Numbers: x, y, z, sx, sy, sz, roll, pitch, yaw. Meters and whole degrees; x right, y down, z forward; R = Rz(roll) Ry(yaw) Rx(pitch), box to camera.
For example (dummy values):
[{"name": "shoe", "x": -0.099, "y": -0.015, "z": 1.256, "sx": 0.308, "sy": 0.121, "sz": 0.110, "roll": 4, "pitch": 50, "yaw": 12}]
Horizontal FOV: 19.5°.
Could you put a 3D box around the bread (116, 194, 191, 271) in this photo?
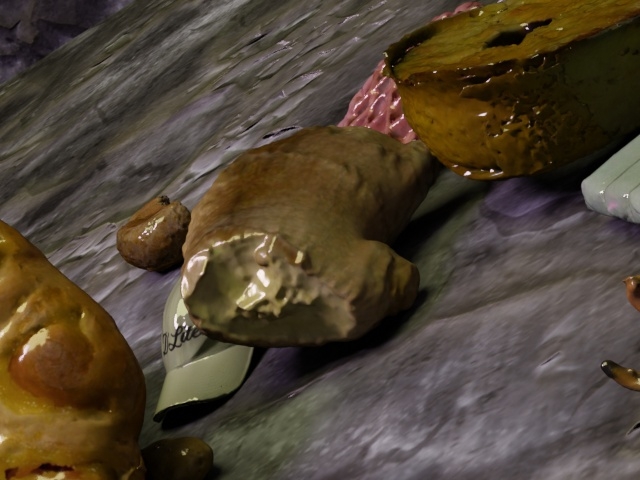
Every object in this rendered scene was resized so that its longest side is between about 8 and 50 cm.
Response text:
[{"name": "bread", "x": -0.168, "y": -0.003, "z": 1.928, "sx": 0.082, "sy": 0.060, "sz": 0.113, "roll": -38, "pitch": 16, "yaw": -6}]

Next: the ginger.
[{"name": "ginger", "x": 0.000, "y": 0.000, "z": 1.511, "sx": 0.276, "sy": 0.130, "sz": 0.221, "roll": -37, "pitch": 33, "yaw": -30}]

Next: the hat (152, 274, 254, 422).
[{"name": "hat", "x": -0.111, "y": 0.086, "z": 1.593, "sx": 0.122, "sy": 0.081, "sz": 0.166, "roll": -25, "pitch": 31, "yaw": 39}]

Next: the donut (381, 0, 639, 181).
[{"name": "donut", "x": 0.177, "y": -0.134, "z": 1.495, "sx": 0.272, "sy": 0.107, "sz": 0.272, "roll": -16, "pitch": 17, "yaw": 5}]

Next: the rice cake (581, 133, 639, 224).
[{"name": "rice cake", "x": 0.293, "y": -0.090, "z": 1.317, "sx": 0.237, "sy": 0.043, "sz": 0.127, "roll": -41, "pitch": 18, "yaw": -12}]

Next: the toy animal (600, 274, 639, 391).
[{"name": "toy animal", "x": 0.256, "y": 0.056, "z": 0.976, "sx": 0.114, "sy": 0.116, "sz": 0.255, "roll": -4, "pitch": -10, "yaw": -37}]

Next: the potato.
[{"name": "potato", "x": -0.116, "y": 0.172, "z": 1.432, "sx": 0.083, "sy": 0.040, "sz": 0.051, "roll": -20, "pitch": 30, "yaw": 45}]

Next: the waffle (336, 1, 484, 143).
[{"name": "waffle", "x": 0.083, "y": -0.130, "z": 1.736, "sx": 0.234, "sy": 0.055, "sz": 0.221, "roll": -53, "pitch": 20, "yaw": -12}]

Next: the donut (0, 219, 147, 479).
[{"name": "donut", "x": -0.277, "y": 0.139, "z": 1.369, "sx": 0.299, "sy": 0.317, "sz": 0.150, "roll": -3, "pitch": -14, "yaw": -6}]
